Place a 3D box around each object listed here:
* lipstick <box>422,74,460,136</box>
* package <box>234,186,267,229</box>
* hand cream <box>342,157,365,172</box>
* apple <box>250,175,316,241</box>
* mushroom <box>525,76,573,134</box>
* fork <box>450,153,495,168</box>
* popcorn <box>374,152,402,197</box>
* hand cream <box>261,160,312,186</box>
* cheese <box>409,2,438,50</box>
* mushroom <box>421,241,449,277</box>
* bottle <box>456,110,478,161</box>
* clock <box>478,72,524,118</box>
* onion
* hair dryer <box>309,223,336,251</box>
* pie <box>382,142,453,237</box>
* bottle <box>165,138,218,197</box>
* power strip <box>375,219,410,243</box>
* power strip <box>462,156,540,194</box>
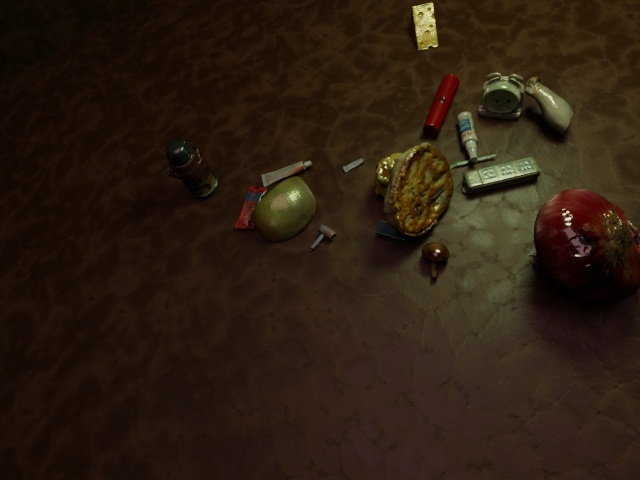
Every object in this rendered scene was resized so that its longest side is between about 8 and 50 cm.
[{"bbox_3d":[0.474,-0.534,1.777,0.073,0.073,0.279,15,67,22],"label":"lipstick"},{"bbox_3d":[-0.273,-0.131,1.790,0.083,0.022,0.200,7,64,18],"label":"package"},{"bbox_3d":[0.133,-0.296,1.776,0.093,0.019,0.030,-27,61,8],"label":"hand cream"},{"bbox_3d":[-0.128,-0.118,1.695,0.265,0.120,0.193,-43,72,-6],"label":"apple"},{"bbox_3d":[0.806,-0.478,1.602,0.225,0.116,0.093,45,118,3],"label":"mushroom"},{"bbox_3d":[0.520,-0.280,1.660,0.236,0.021,0.039,-11,65,8],"label":"fork"},{"bbox_3d":[0.280,-0.226,1.620,0.198,0.155,0.197,-2,54,3],"label":"popcorn"},{"bbox_3d":[-0.135,-0.274,1.827,0.217,0.038,0.052,-19,35,11],"label":"hand cream"},{"bbox_3d":[0.457,-0.920,1.986,0.093,0.126,0.170,-9,79,4],"label":"cheese"},{"bbox_3d":[0.382,0.059,1.487,0.088,0.072,0.129,7,63,-15],"label":"mushroom"},{"bbox_3d":[0.551,-0.382,1.676,0.060,0.060,0.216,-8,58,11],"label":"bottle"},{"bbox_3d":[0.662,-0.529,1.653,0.152,0.191,0.062,13,67,22],"label":"clock"},{"bbox_3d":[0.748,0.027,1.320,0.348,0.285,0.347,11,65,-23],"label":"onion"},{"bbox_3d":[0.000,0.000,1.644,0.063,0.037,0.114,38,85,27],"label":"hair dryer"},{"bbox_3d":[0.328,-0.166,1.506,0.315,0.315,0.092,-52,36,-14],"label":"pie"},{"bbox_3d":[-0.522,-0.286,1.795,0.143,0.271,0.156,29,73,26],"label":"bottle"},{"bbox_3d":[0.260,-0.028,1.587,0.123,0.032,0.056,17,69,22],"label":"power strip"},{"bbox_3d":[0.630,-0.227,1.581,0.273,0.052,0.078,-13,60,8],"label":"power strip"}]
